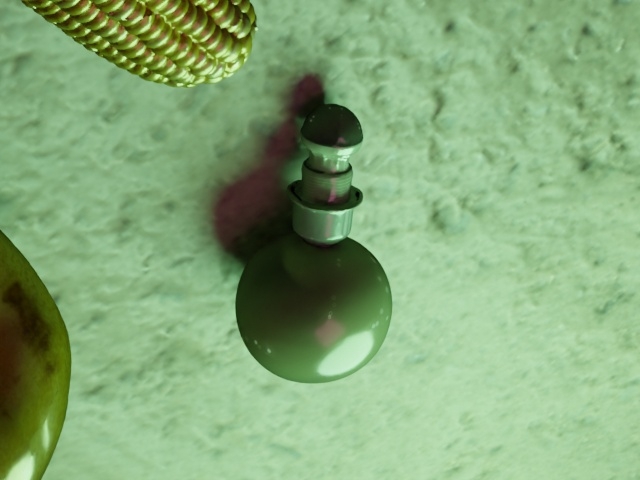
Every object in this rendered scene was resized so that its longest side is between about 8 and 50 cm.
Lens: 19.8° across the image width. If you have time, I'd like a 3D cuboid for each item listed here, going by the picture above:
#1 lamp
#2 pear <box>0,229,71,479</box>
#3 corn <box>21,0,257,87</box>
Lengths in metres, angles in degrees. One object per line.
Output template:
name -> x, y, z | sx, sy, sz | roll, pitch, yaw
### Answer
lamp -> 0.000, 0.000, 1.037 | 0.091, 0.091, 0.163 | -9, 121, -27
pear -> -0.226, 0.074, 0.870 | 0.208, 0.209, 0.209 | -18, 138, -17
corn -> -0.118, -0.144, 0.807 | 0.081, 0.081, 0.248 | -42, 139, 10
